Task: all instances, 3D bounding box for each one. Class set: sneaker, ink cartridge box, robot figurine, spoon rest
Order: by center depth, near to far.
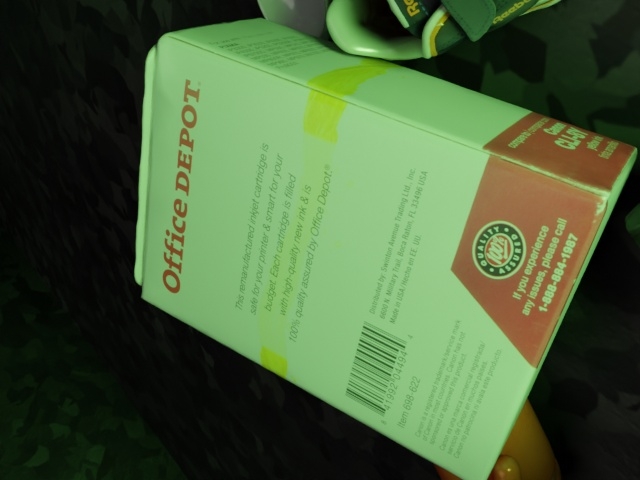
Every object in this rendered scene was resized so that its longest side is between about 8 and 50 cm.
[{"bbox_3d":[0.125,-0.219,0.515,0.321,0.127,0.126,-26,92,57],"label":"sneaker"},{"bbox_3d":[0.033,-0.011,0.630,0.384,0.160,0.279,25,122,21],"label":"ink cartridge box"},{"bbox_3d":[0.000,-0.284,0.677,0.137,0.084,0.276,60,147,2],"label":"spoon rest"},{"bbox_3d":[0.185,0.231,0.763,0.158,0.128,0.219,-1,122,58],"label":"robot figurine"}]

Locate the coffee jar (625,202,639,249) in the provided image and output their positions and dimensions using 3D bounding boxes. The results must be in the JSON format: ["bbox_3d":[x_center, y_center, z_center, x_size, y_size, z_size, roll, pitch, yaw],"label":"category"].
[{"bbox_3d":[0.308,0.026,0.488,0.184,0.079,0.096,53,147,13],"label":"coffee jar"}]
